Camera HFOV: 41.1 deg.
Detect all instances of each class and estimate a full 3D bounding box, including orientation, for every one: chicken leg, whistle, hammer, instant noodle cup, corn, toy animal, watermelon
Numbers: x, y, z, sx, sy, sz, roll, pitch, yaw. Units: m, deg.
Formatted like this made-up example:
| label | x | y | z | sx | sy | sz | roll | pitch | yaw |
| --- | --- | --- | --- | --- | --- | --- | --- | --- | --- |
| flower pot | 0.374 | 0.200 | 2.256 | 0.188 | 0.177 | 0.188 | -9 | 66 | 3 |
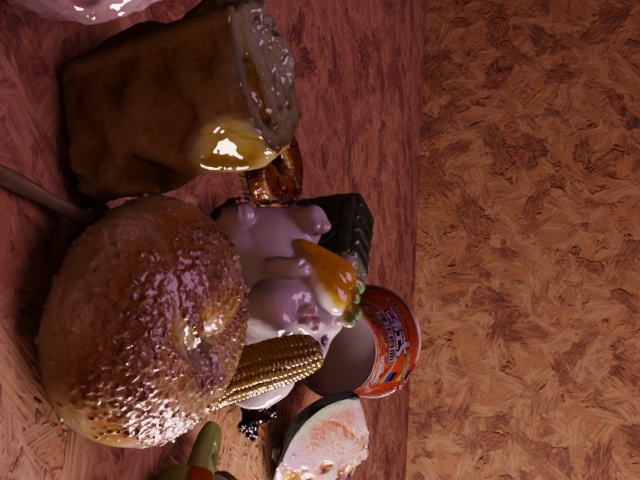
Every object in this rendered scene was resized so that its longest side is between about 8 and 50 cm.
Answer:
| label | x | y | z | sx | sy | sz | roll | pitch | yaw |
| --- | --- | --- | --- | --- | --- | --- | --- | --- | --- |
| chicken leg | -0.099 | 0.224 | 1.456 | 0.063 | 0.105 | 0.234 | 14 | 74 | -31 |
| whistle | -0.178 | 0.371 | 1.148 | 0.288 | 0.106 | 0.131 | -73 | 162 | -46 |
| hammer | -0.301 | -0.046 | 0.903 | 0.062 | 0.013 | 0.199 | -50 | 151 | 0 |
| instant noodle cup | 0.064 | 0.220 | 1.778 | 0.192 | 0.250 | 0.250 | 0 | 88 | -65 |
| corn | -0.110 | 0.187 | 1.206 | 0.080 | 0.231 | 0.080 | 162 | -90 | -80 |
| toy animal | -0.073 | 0.091 | 1.337 | 0.183 | 0.247 | 0.310 | 16 | 57 | -55 |
| watermelon | -0.024 | 0.425 | 1.636 | 0.188 | 0.175 | 0.321 | -167 | -86 | -72 |

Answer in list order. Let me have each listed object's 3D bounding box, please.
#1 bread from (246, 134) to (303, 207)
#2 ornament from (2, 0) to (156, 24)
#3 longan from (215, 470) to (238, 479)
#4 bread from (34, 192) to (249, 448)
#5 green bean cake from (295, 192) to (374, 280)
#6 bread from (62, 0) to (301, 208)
| label | x | y | z | sx | sy | sz | roll | pitch | yaw |
| --- | --- | --- | --- | --- | --- | --- | --- | --- | --- |
| bread | -0.089 | -0.135 | 1.578 | 0.193 | 0.064 | 0.193 | -3 | 90 | -67 |
| ornament | -0.226 | -0.331 | 0.800 | 0.225 | 0.259 | 0.259 | 61 | 31 | -70 |
| longan | -0.148 | 0.394 | 1.260 | 0.113 | 0.092 | 0.113 | -174 | -90 | -75 |
| bread | -0.187 | 0.101 | 0.984 | 0.305 | 0.159 | 0.305 | -41 | 140 | -47 |
| green bean cake | 0.000 | 0.000 | 1.647 | 0.094 | 0.185 | 0.183 | 62 | 29 | -46 |
| bread | -0.164 | -0.167 | 1.016 | 0.196 | 0.252 | 0.238 | 12 | 72 | -69 |
